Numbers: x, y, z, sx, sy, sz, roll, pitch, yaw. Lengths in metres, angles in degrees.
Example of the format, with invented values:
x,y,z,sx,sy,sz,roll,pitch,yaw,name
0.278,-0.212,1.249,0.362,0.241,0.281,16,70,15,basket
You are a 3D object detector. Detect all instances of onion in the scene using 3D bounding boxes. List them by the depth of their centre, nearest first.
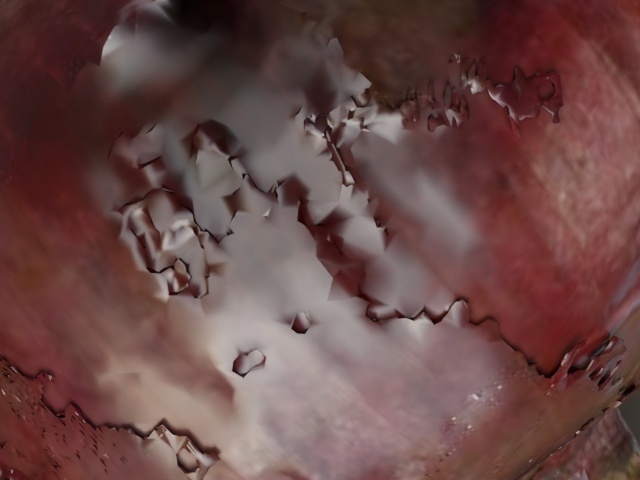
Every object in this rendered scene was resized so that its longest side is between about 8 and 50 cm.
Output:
x,y,z,sx,sy,sz,roll,pitch,yaw,name
0.000,0.000,0.438,0.219,0.252,0.252,44,48,-16,onion
